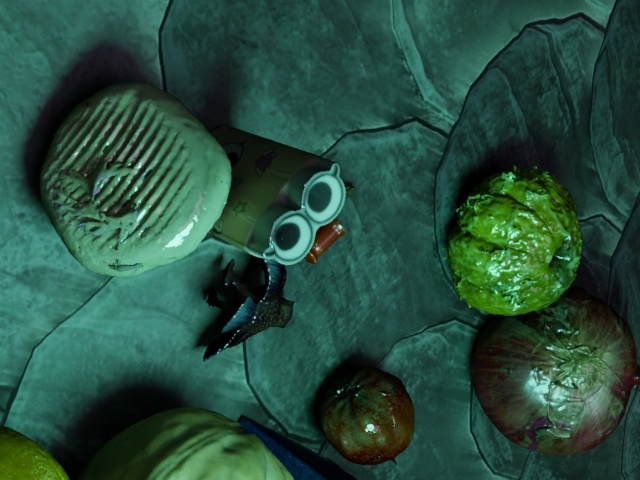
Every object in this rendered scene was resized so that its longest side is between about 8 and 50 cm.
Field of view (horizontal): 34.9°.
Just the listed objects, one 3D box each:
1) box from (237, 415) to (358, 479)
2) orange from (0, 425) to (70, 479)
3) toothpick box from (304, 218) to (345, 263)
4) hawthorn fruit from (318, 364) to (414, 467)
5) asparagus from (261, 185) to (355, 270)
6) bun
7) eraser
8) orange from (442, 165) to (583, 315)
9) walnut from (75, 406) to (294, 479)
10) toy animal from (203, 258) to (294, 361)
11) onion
[{"bbox_3d":[-0.005,0.445,1.777,0.261,0.279,0.116,36,84,-41],"label":"box"},{"bbox_3d":[-0.463,0.389,1.388,0.274,0.274,0.274,-15,115,-35],"label":"orange"},{"bbox_3d":[0.000,0.000,1.773,0.083,0.047,0.047,-45,129,-17],"label":"toothpick box"},{"bbox_3d":[0.093,0.346,1.900,0.181,0.181,0.235,-40,127,-21],"label":"hawthorn fruit"},{"bbox_3d":[-0.025,-0.031,1.754,0.236,0.027,0.034,-41,132,-22],"label":"asparagus"},{"bbox_3d":[-0.260,-0.079,1.426,0.273,0.273,0.168,-65,171,-1],"label":"bun"},{"bbox_3d":[-0.103,-0.070,1.495,0.171,0.290,0.087,-53,131,-11],"label":"eraser"},{"bbox_3d":[0.392,0.004,1.987,0.300,0.223,0.301,7,101,-46],"label":"orange"},{"bbox_3d":[-0.215,0.440,1.555,0.381,0.381,0.381,-15,115,-35],"label":"walnut"},{"bbox_3d":[-0.103,0.120,1.680,0.179,0.116,0.218,22,102,-41],"label":"toy animal"},{"bbox_3d":[0.493,0.270,2.097,0.354,0.354,0.353,-15,115,-35],"label":"onion"}]
